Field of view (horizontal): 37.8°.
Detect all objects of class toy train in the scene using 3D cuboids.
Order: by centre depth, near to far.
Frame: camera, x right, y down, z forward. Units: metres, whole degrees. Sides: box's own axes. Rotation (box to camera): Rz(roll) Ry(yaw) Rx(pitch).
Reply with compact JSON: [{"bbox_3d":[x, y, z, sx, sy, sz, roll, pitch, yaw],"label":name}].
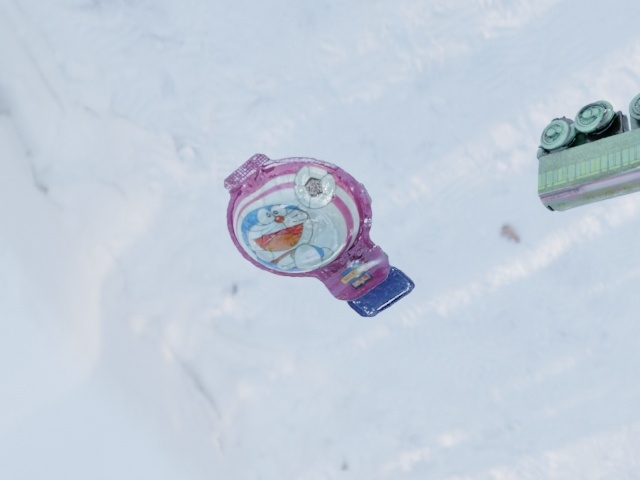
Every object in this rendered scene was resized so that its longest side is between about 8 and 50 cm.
[{"bbox_3d":[0.215,-0.067,0.648,0.148,0.071,0.038,-15,154,42],"label":"toy train"}]

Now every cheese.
[{"bbox_3d":[0.000,0.000,0.983,0.155,0.062,0.244,-35,120,23],"label":"cheese"}]
